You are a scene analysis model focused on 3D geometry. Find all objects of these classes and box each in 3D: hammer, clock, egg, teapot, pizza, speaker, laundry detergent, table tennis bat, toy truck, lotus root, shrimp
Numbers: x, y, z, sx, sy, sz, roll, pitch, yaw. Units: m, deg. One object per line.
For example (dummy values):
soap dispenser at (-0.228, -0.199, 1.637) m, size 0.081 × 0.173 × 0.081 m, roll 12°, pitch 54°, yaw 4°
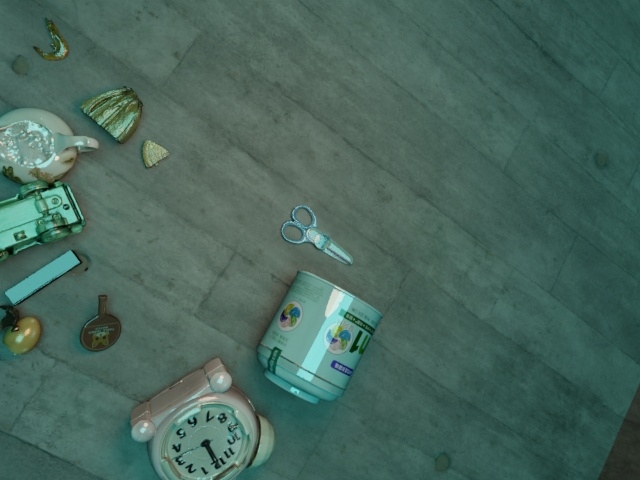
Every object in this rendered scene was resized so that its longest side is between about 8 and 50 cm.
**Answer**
hammer at (-0.892, 0.274, 1.215) m, size 0.297 × 0.125 × 0.027 m, roll -39°, pitch 138°, yaw -7°
clock at (-0.321, 0.546, 1.339) m, size 0.341 × 0.184 × 0.326 m, roll -29°, pitch 101°, yaw -11°
egg at (-0.772, 0.246, 1.252) m, size 0.080 × 0.080 × 0.096 m, roll 42°, pitch 73°, yaw -12°
teapot at (-0.735, -0.246, 1.249) m, size 0.297 × 0.139 × 0.205 m, roll -9°, pitch 89°, yaw -17°
pizza at (-0.474, -0.247, 1.389) m, size 0.077 × 0.025 × 0.084 m, roll 1°, pitch 95°, yaw -13°
speaker at (-0.738, 0.097, 1.287) m, size 0.191 × 0.040 × 0.046 m, roll -37°, pitch 98°, yaw -15°
laundry detergent at (-0.014, 0.285, 1.383) m, size 0.287 × 0.287 × 0.306 m, roll 31°, pitch 79°, yaw -14°
table tennis bat at (-0.626, 0.208, 1.338) m, size 0.107 × 0.119 × 0.170 m, roll -5°, pitch 114°, yaw -42°
toy truck at (-0.758, -0.043, 1.225) m, size 0.278 × 0.156 × 0.155 m, roll -24°, pitch 95°, yaw -16°
lotus root at (-0.561, -0.354, 1.343) m, size 0.144 × 0.070 × 0.143 m, roll -43°, pitch 95°, yaw -10°
shrimp at (-0.746, -0.548, 1.314) m, size 0.083 × 0.023 × 0.115 m, roll -24°, pitch 99°, yaw -14°

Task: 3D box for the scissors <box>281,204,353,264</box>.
scissors at (0.000, 0.000, 1.528) m, size 0.256 × 0.030 × 0.125 m, roll 36°, pitch 80°, yaw -11°
